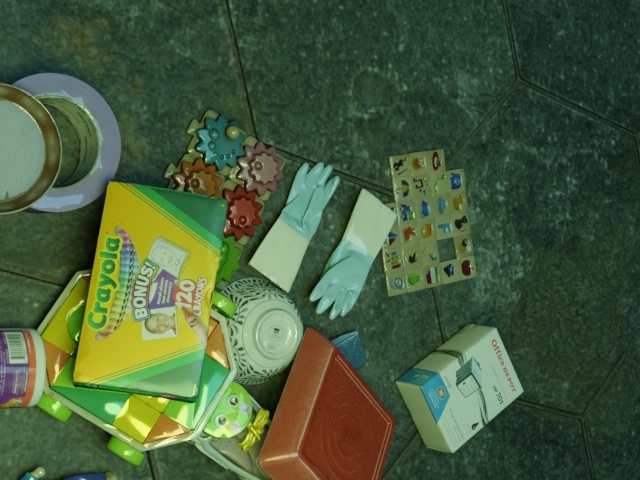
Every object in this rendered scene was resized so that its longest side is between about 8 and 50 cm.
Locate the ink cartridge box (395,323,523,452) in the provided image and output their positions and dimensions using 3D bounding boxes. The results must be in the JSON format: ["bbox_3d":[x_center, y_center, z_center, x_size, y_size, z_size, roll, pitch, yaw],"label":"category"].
[{"bbox_3d":[0.243,0.254,1.849,0.191,0.082,0.139,-34,107,-26],"label":"ink cartridge box"}]

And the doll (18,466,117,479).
[{"bbox_3d":[-0.375,0.374,1.476,0.189,0.046,0.129,-3,90,-33],"label":"doll"}]

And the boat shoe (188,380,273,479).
[{"bbox_3d":[-0.123,0.290,1.602,0.320,0.103,0.118,50,65,-22],"label":"boat shoe"}]

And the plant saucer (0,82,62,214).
[{"bbox_3d":[-0.417,-0.117,1.368,0.169,0.029,0.168,0,90,-33],"label":"plant saucer"}]

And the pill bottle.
[{"bbox_3d":[-0.466,0.167,1.383,0.194,0.108,0.108,3,88,-32],"label":"pill bottle"}]

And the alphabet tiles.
[{"bbox_3d":[0.181,-0.036,1.854,0.198,0.009,0.237,-10,95,-32],"label":"alphabet tiles"}]

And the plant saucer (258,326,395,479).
[{"bbox_3d":[0.028,0.304,1.644,0.258,0.048,0.259,53,41,-32],"label":"plant saucer"}]

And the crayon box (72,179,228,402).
[{"bbox_3d":[-0.229,0.071,1.442,0.166,0.081,0.278,9,77,-9],"label":"crayon box"}]

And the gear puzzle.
[{"bbox_3d":[-0.175,-0.023,1.606,0.175,0.044,0.338,33,73,-28],"label":"gear puzzle"}]

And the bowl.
[{"bbox_3d":[-0.086,0.141,1.641,0.170,0.080,0.170,1,89,-32],"label":"bowl"}]

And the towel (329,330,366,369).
[{"bbox_3d":[0.021,0.196,1.738,0.119,0.029,0.067,-23,103,-31],"label":"towel"}]

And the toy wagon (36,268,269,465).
[{"bbox_3d":[-0.223,0.179,1.498,0.344,0.068,0.267,32,74,-2],"label":"toy wagon"}]

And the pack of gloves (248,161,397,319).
[{"bbox_3d":[0.000,0.000,1.730,0.195,0.046,0.232,37,64,-21],"label":"pack of gloves"}]

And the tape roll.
[{"bbox_3d":[-0.376,-0.131,1.459,0.189,0.080,0.188,0,89,-32],"label":"tape roll"}]
